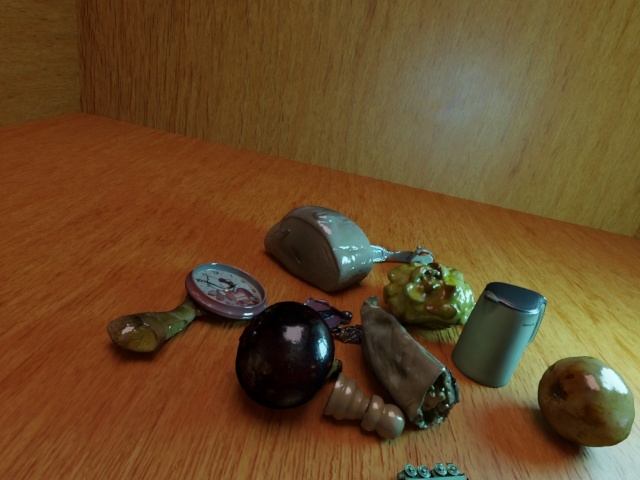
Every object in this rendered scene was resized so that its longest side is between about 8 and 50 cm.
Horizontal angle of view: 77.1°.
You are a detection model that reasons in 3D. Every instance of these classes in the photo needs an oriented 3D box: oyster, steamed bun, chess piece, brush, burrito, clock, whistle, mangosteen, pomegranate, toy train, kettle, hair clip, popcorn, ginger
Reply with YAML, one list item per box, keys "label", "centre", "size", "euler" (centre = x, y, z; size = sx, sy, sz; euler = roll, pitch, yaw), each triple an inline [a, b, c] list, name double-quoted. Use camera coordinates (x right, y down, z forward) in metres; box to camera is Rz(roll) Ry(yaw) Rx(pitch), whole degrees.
- label: "oyster"
  centre: [0.097, 0.265, 1.143]
  size: [0.132, 0.029, 0.086]
  euler: [-9, 33, -43]
- label: "steamed bun"
  centre: [-0.002, -0.005, 1.424]
  size: [0.383, 0.237, 0.246]
  euler: [30, 28, 33]
- label: "chess piece"
  centre: [0.098, 0.363, 0.863]
  size: [0.170, 0.094, 0.094]
  euler: [22, 26, 12]
- label: "brush"
  centre: [0.253, 0.057, 1.646]
  size: [0.296, 0.068, 0.060]
  euler: [7, 3, -23]
- label: "burrito"
  centre: [0.181, 0.286, 0.981]
  size: [0.135, 0.190, 0.332]
  euler: [-37, 34, -6]
- label: "clock"
  centre: [-0.268, 0.146, 1.155]
  size: [0.244, 0.056, 0.244]
  euler: [23, 19, -8]
- label: "whistle"
  centre: [0.399, 0.089, 1.575]
  size: [0.101, 0.106, 0.253]
  euler: [39, 21, 4]
- label: "mangosteen"
  centre: [-0.046, 0.261, 0.890]
  size: [0.289, 0.231, 0.231]
  euler: [30, 14, -30]
- label: "pomegranate"
  centre: [0.627, 0.380, 0.951]
  size: [0.206, 0.207, 0.207]
  euler: [11, 24, -5]
- label: "toy train"
  centre: [0.218, 0.464, 0.765]
  size: [0.147, 0.038, 0.071]
  euler: [6, 28, -16]
- label: "kettle"
  centre: [0.506, 0.248, 1.113]
  size: [0.240, 0.256, 0.165]
  euler: [3, 24, -22]
- label: "hair clip"
  centre: [-0.014, 0.218, 1.177]
  size: [0.146, 0.056, 0.187]
  euler: [31, 21, 36]
- label: "popcorn"
  centre: [0.340, 0.170, 1.260]
  size: [0.285, 0.216, 0.252]
  euler: [6, 2, -4]
- label: "ginger"
  centre: [-0.393, 0.195, 1.001]
  size: [0.130, 0.086, 0.294]
  euler: [8, 14, 17]

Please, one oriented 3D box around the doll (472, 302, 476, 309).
- label: "doll"
  centre: [0.527, 0.256, 1.331]
  size: [0.090, 0.067, 0.219]
  euler: [5, 27, -27]
